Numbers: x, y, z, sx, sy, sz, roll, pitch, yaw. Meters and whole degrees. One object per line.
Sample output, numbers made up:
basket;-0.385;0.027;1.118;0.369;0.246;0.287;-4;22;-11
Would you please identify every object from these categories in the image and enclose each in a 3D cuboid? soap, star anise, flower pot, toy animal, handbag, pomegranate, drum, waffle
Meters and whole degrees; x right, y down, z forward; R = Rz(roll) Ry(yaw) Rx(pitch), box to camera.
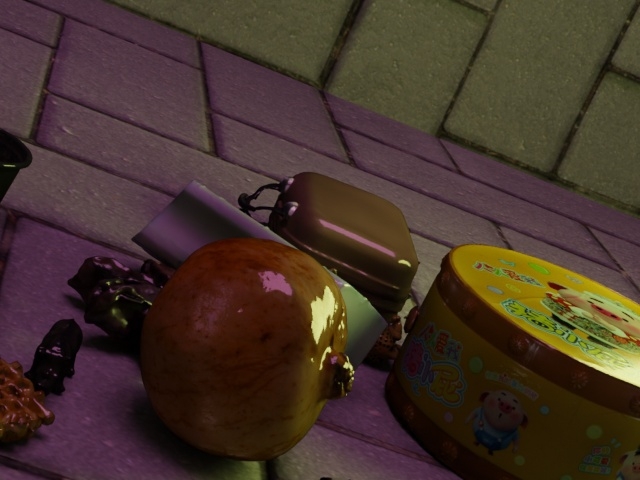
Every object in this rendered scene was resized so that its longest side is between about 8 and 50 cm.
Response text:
soap;-0.092;0.043;1.893;0.347;0.115;0.208;33;-8;30
star anise;-0.207;0.077;1.763;0.220;0.099;0.214;33;8;26
flower pot;-0.468;-0.092;1.898;0.157;0.107;0.157;26;15;-7
toy animal;-0.283;0.126;1.548;0.047;0.065;0.136;23;17;-2
handbag;0.000;0.000;2.224;0.283;0.149;0.302;24;18;-11
toy animal;0.050;0.131;2.042;0.181;0.073;0.136;35;22;-10
pomegranate;-0.076;0.116;1.578;0.248;0.248;0.248;23;16;-7
drum;0.308;0.189;1.949;0.431;0.214;0.431;23;17;-7
waffle;-0.355;0.146;1.425;0.191;0.038;0.191;23;16;-7

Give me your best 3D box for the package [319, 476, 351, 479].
package;0.084;0.319;1.523;0.166;0.040;0.232;21;17;-14
